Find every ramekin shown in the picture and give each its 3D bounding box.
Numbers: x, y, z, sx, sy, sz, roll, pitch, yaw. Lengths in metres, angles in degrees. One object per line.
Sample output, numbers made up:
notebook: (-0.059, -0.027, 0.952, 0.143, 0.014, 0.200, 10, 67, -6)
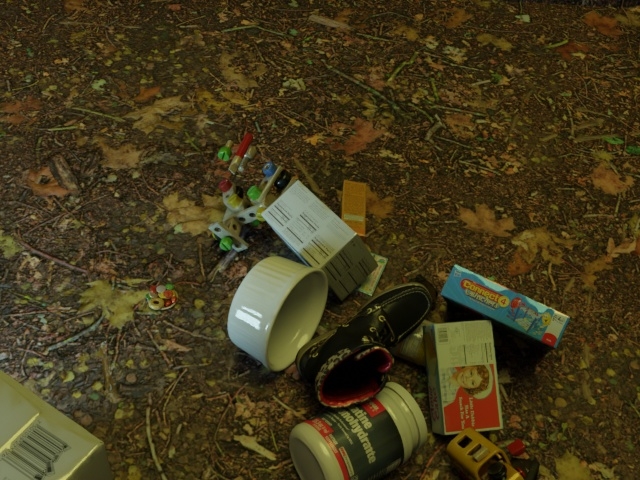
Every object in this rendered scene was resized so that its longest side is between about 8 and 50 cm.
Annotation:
ramekin: (-0.109, 0.173, 1.976, 0.135, 0.277, 0.277, 23, 47, 23)

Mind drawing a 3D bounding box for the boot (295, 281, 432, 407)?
boot: (0.122, 0.243, 1.851, 0.377, 0.138, 0.284, -28, 9, -3)

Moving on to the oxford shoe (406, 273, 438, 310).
oxford shoe: (0.267, 0.153, 2.136, 0.096, 0.083, 0.227, 36, 24, 15)

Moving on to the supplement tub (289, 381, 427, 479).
supplement tub: (0.084, 0.451, 1.788, 0.272, 0.191, 0.191, -23, 54, -27)

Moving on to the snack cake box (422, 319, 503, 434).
snack cake box: (0.344, 0.330, 1.929, 0.152, 0.089, 0.264, -2, 82, -14)

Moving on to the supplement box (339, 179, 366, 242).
supplement box: (0.096, -0.075, 2.378, 0.080, 0.078, 0.233, 6, 46, -4)

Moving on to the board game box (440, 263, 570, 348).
board game box: (0.472, 0.179, 2.047, 0.302, 0.308, 0.086, 26, 87, 14)

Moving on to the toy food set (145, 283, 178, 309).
toy food set: (-0.422, 0.150, 2.114, 0.083, 0.020, 0.082, -12, 49, -19)

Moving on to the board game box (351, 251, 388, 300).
board game box: (0.120, 0.094, 2.253, 0.103, 0.026, 0.154, 20, 47, 10)

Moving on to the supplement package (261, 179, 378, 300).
supplement package: (0.000, 0.000, 2.162, 0.145, 0.204, 0.262, -43, 56, -4)

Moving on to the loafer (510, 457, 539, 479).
loafer: (0.429, 0.583, 1.808, 0.078, 0.080, 0.220, 18, 40, 25)

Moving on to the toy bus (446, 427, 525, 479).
toy bus: (0.374, 0.506, 1.787, 0.202, 0.104, 0.191, -17, 30, 26)

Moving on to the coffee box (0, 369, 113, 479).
coffee box: (-0.631, 0.503, 1.520, 0.338, 0.334, 0.337, 27, 49, 19)

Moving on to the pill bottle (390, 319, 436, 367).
pill bottle: (0.249, 0.257, 2.054, 0.208, 0.117, 0.117, 20, 46, 9)

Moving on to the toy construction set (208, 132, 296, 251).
toy construction set: (-0.212, -0.109, 2.218, 0.257, 0.309, 0.237, 5, 51, 21)
